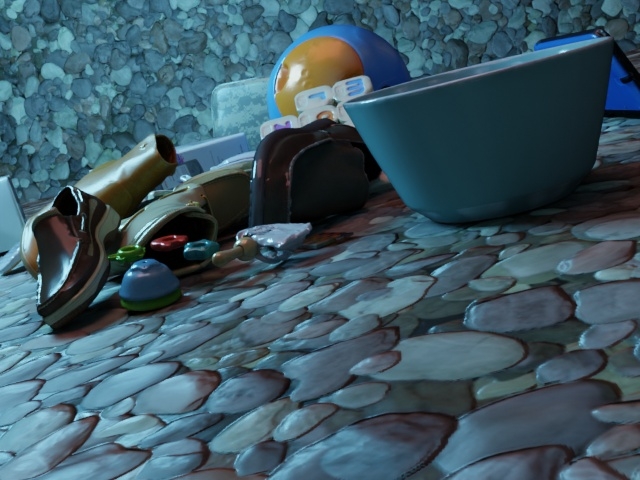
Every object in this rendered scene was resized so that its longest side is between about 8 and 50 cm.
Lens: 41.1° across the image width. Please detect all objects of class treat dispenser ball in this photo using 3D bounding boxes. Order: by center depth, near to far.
[{"bbox_3d":[0.039,-0.278,1.683,0.288,0.288,0.288,-14,11,3],"label":"treat dispenser ball"}]

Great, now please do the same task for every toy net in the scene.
[{"bbox_3d":[-0.122,0.020,0.989,0.232,0.045,0.122,-13,18,-16],"label":"toy net"}]

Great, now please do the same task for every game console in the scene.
[{"bbox_3d":[0.546,-0.301,1.471,0.173,0.250,0.293,-41,11,1],"label":"game console"}]

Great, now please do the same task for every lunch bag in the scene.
[{"bbox_3d":[-0.093,-0.296,2.175,0.305,0.212,0.256,-8,-5,18],"label":"lunch bag"}]

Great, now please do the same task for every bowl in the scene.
[{"bbox_3d":[0.196,-0.122,0.995,0.312,0.163,0.311,-15,10,3],"label":"bowl"}]

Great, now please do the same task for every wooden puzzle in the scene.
[{"bbox_3d":[0.000,0.000,1.051,0.049,0.006,0.083,-22,13,-34],"label":"wooden puzzle"}]

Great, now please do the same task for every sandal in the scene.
[{"bbox_3d":[-0.506,-0.003,1.604,0.102,0.076,0.265,-24,24,35],"label":"sandal"}]

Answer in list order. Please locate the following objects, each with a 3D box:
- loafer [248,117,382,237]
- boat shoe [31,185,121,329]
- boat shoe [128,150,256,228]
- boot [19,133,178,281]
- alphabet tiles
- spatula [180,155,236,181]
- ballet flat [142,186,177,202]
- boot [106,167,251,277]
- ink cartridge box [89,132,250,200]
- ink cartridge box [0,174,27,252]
[{"bbox_3d":[0.006,-0.097,1.200,0.130,0.133,0.366,11,26,16],"label":"loafer"},{"bbox_3d":[-0.311,0.010,1.022,0.095,0.095,0.257,-38,24,9],"label":"boat shoe"},{"bbox_3d":[-0.177,-0.046,1.331,0.302,0.109,0.094,-23,22,8],"label":"boat shoe"},{"bbox_3d":[-0.316,-0.061,1.263,0.211,0.104,0.295,-34,21,16],"label":"boot"},{"bbox_3d":[0.037,-0.173,1.437,0.278,0.021,0.284,-15,46,6],"label":"alphabet tiles"},{"bbox_3d":[-0.135,-0.101,1.523,0.168,0.019,0.242,-26,37,-34],"label":"spatula"},{"bbox_3d":[-0.297,-0.043,1.490,0.091,0.077,0.241,-8,13,28],"label":"ballet flat"},{"bbox_3d":[-0.168,-0.026,1.151,0.262,0.095,0.203,-27,14,-26],"label":"boot"},{"bbox_3d":[-0.313,-0.129,1.814,0.306,0.131,0.226,-19,12,-18],"label":"ink cartridge box"},{"bbox_3d":[-0.855,-0.020,1.888,0.385,0.160,0.279,-18,11,-17],"label":"ink cartridge box"}]
